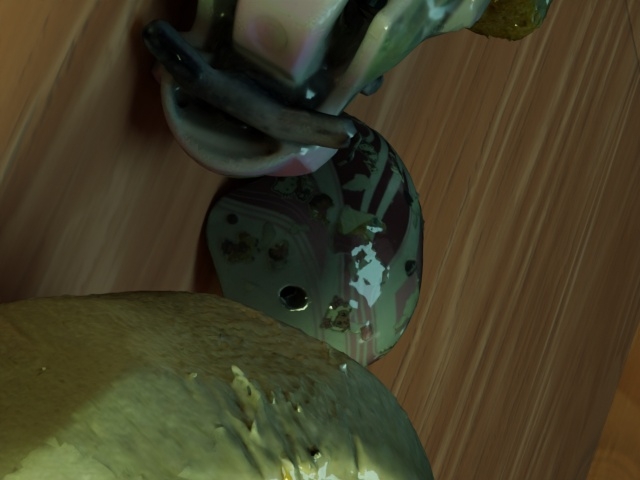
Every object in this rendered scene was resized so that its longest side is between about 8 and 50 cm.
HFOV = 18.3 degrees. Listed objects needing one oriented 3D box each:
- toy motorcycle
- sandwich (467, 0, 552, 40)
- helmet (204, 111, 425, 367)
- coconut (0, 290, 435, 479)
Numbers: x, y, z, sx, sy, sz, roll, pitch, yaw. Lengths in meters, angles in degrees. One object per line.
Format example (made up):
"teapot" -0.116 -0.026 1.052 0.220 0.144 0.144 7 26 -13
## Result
"toy motorcycle" 0.008 -0.145 0.941 0.188 0.143 0.327 -52 169 -36
"sandwich" 0.104 -0.295 1.192 0.301 0.099 0.271 45 62 -67
"helmet" 0.011 0.008 1.157 0.153 0.107 0.177 83 30 -43
"coconut" -0.083 0.136 0.816 0.245 0.247 0.245 -9 104 -39
